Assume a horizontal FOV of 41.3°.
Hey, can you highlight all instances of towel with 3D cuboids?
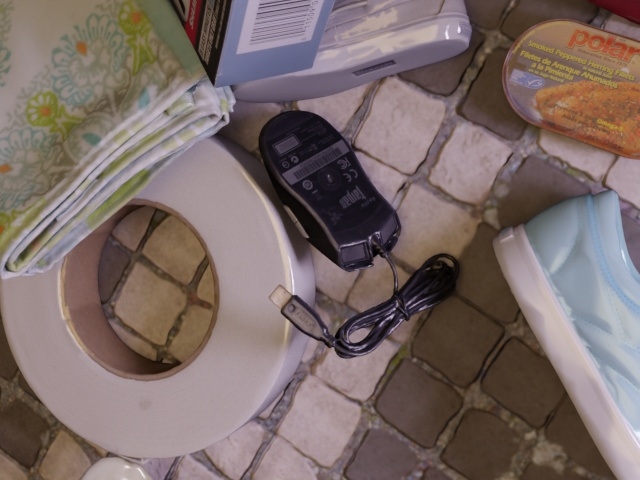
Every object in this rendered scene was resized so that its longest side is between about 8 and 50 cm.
[{"bbox_3d":[-0.290,-0.183,0.937,0.320,0.090,0.374,-37,62,12],"label":"towel"}]

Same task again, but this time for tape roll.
[{"bbox_3d":[-0.196,0.056,0.983,0.392,0.072,0.392,2,95,20],"label":"tape roll"}]

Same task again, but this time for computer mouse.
[{"bbox_3d":[0.000,0.000,0.876,0.262,0.184,0.060,48,152,6],"label":"computer mouse"}]

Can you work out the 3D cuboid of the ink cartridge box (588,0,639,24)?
[{"bbox_3d":[0.401,-0.276,0.595,0.385,0.160,0.279,30,106,53],"label":"ink cartridge box"}]

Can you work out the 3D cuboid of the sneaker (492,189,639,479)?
[{"bbox_3d":[0.308,0.119,0.771,0.150,0.135,0.366,-34,83,22],"label":"sneaker"}]

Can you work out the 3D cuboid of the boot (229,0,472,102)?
[{"bbox_3d":[0.021,-0.229,0.883,0.258,0.095,0.123,-12,82,14],"label":"boot"}]

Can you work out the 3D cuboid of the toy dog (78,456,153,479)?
[{"bbox_3d":[-0.288,0.512,0.890,0.284,0.395,0.408,40,108,0],"label":"toy dog"}]

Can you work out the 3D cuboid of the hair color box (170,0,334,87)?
[{"bbox_3d":[-0.111,-0.352,0.803,0.374,0.114,0.185,63,154,22],"label":"hair color box"}]

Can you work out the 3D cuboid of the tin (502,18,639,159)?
[{"bbox_3d":[0.270,-0.146,0.817,0.190,0.040,0.106,24,106,17],"label":"tin"}]
